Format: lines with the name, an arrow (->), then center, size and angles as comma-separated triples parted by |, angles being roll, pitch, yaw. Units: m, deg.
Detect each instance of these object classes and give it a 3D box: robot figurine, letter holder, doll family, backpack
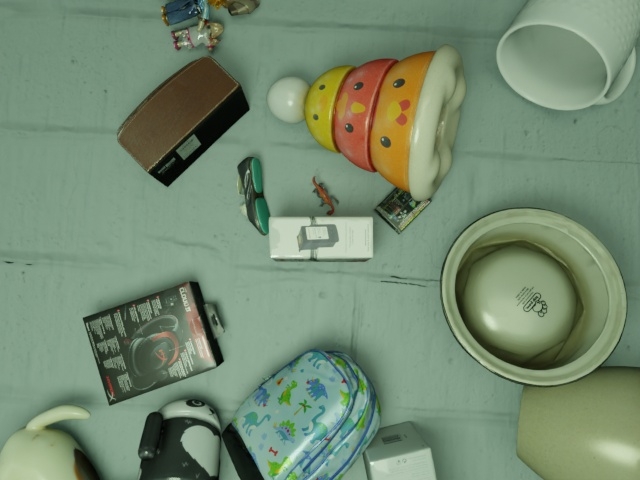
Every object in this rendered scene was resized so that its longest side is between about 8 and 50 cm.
robot figurine -> -0.308, 0.490, 1.130 | 0.174, 0.278, 0.209 | 6, 127, -10
letter holder -> -0.365, -0.324, 1.267 | 0.302, 0.152, 0.214 | -44, 85, -5
doll family -> -0.330, -0.623, 1.301 | 0.163, 0.118, 0.262 | -14, 86, 8
backpack -> -0.032, 0.414, 1.143 | 0.356, 0.290, 0.273 | -28, 128, -15

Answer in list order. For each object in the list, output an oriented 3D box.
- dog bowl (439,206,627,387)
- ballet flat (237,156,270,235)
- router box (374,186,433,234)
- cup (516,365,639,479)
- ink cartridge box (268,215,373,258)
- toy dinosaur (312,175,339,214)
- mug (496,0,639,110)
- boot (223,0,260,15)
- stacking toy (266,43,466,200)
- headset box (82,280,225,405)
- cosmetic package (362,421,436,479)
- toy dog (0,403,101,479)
dog bowl -> 0.476, 0.135, 1.203 | 0.408, 0.150, 0.407 | -1, 73, 3
ballet flat -> -0.175, -0.109, 1.294 | 0.074, 0.074, 0.203 | -9, 91, -2
router box -> 0.212, -0.090, 1.307 | 0.122, 0.038, 0.092 | -45, 86, -4
cup -> 0.577, 0.430, 1.149 | 0.237, 0.331, 0.330 | 6, 83, 26
ink cartridge box -> 0.000, 0.000, 1.227 | 0.237, 0.172, 0.100 | 0, 84, -1
toy dinosaur -> 0.007, -0.105, 1.294 | 0.047, 0.090, 0.082 | -39, 54, 11
mug -> 0.668, -0.506, 1.265 | 0.374, 0.276, 0.328 | 42, 76, -27
boot -> -0.221, -0.650, 1.360 | 0.087, 0.042, 0.118 | -31, 82, -12
stacking toy -> 0.082, -0.303, 1.232 | 0.480, 0.350, 0.350 | 13, 84, 20
headset box -> -0.382, 0.237, 1.228 | 0.293, 0.110, 0.218 | -20, 85, -3
cosmetic package -> 0.182, 0.561, 1.148 | 0.138, 0.224, 0.224 | -13, 84, -3
toy dog -> -0.541, 0.612, 1.135 | 0.408, 0.284, 0.395 | 28, 67, 1
